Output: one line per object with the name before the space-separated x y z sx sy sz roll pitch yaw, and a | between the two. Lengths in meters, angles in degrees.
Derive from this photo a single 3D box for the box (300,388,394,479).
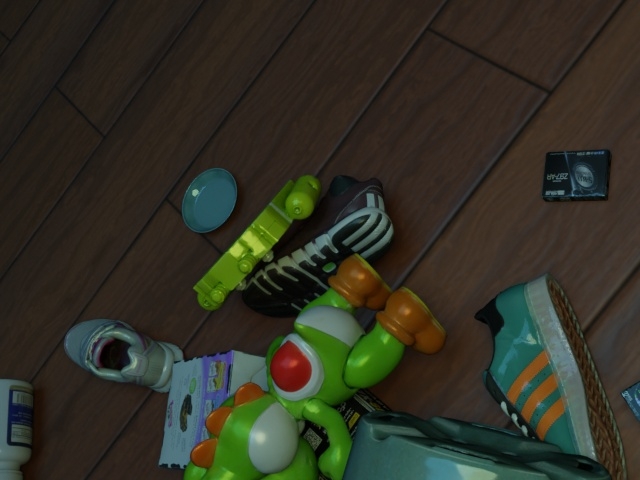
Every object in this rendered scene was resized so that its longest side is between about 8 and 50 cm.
box | 0.026 0.379 1.048 0.257 0.079 0.322 35 92 35

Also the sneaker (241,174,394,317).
sneaker | 0.000 0.000 1.214 0.281 0.106 0.162 -32 34 30

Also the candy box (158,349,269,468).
candy box | -0.157 0.255 1.173 0.196 0.070 0.164 -19 61 52

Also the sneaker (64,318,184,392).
sneaker | -0.352 0.181 1.340 0.252 0.111 0.102 6 76 34

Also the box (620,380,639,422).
box | 0.397 0.180 0.903 0.083 0.052 0.062 -36 58 16

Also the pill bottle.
pill bottle | -0.570 0.349 1.414 0.112 0.112 0.186 -19 62 25

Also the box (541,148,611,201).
box | 0.340 -0.086 1.061 0.083 0.018 0.067 1 72 32

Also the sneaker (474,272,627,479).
sneaker | 0.269 0.195 0.954 0.121 0.108 0.302 -28 56 29

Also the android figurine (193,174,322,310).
android figurine | -0.096 0.005 1.167 0.056 0.273 0.248 42 111 -7

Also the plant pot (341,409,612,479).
plant pot | 0.133 0.362 0.794 0.341 0.341 0.333 9 86 35

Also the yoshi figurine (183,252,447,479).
yoshi figurine | -0.009 0.208 1.018 0.203 0.203 0.362 45 82 -4

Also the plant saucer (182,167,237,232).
plant saucer | -0.188 -0.067 1.387 0.119 0.021 0.119 -12 66 28
